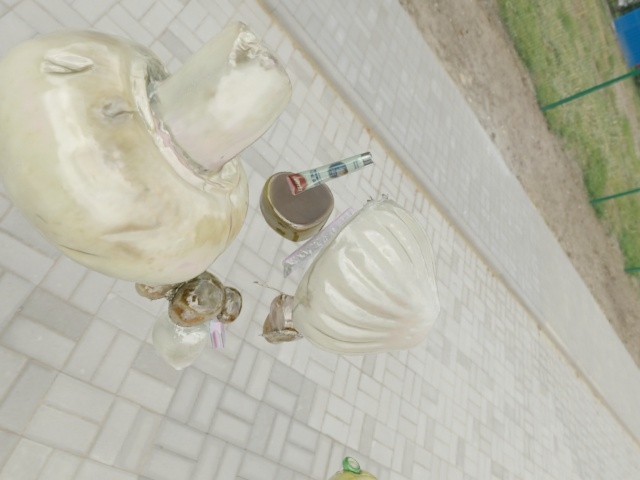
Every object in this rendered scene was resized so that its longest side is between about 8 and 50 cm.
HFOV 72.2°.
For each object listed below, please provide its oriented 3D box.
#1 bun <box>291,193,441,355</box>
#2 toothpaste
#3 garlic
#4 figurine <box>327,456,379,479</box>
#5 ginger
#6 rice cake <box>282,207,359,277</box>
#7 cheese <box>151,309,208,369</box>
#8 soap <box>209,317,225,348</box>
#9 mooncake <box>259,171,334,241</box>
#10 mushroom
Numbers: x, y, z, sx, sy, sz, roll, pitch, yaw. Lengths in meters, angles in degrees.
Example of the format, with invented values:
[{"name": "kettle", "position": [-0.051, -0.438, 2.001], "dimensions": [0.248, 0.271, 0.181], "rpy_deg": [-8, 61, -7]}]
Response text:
[{"name": "bun", "position": [0.096, 0.083, 0.670], "dimensions": [0.175, 0.263, 0.263], "rpy_deg": [39, 35, 22]}, {"name": "toothpaste", "position": [0.025, -0.184, 1.180], "dimensions": [0.039, 0.239, 0.062], "rpy_deg": [-80, 151, -65]}, {"name": "garlic", "position": [-0.147, 0.255, 1.487], "dimensions": [0.256, 0.207, 0.207], "rpy_deg": [44, 47, -12]}, {"name": "figurine", "position": [0.090, 0.757, 1.237], "dimensions": [0.222, 0.124, 0.324], "rpy_deg": [40, 11, 27]}, {"name": "ginger", "position": [-0.355, 0.124, 1.211], "dimensions": [0.304, 0.155, 0.244], "rpy_deg": [55, 40, -4]}, {"name": "rice cake", "position": [0.000, 0.000, 1.540], "dimensions": [0.365, 0.073, 0.056], "rpy_deg": [-38, 84, -21]}, {"name": "cheese", "position": [-0.499, 0.334, 1.541], "dimensions": [0.189, 0.198, 0.154], "rpy_deg": [48, 27, 25]}, {"name": "soap", "position": [-0.462, 0.399, 1.972], "dimensions": [0.100, 0.056, 0.149], "rpy_deg": [-103, -169, -59]}, {"name": "mooncake", "position": [-0.077, -0.102, 1.404], "dimensions": [0.234, 0.117, 0.235], "rpy_deg": [9, 59, -16]}, {"name": "mushroom", "position": [-0.230, -0.129, 0.607], "dimensions": [0.353, 0.325, 0.353], "rpy_deg": [1, 88, -18]}]
